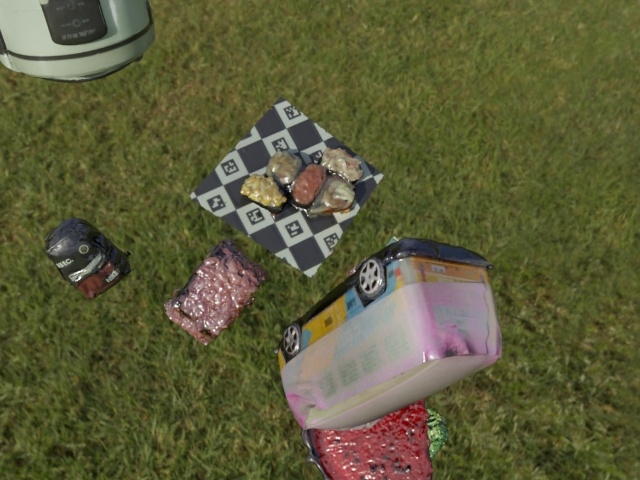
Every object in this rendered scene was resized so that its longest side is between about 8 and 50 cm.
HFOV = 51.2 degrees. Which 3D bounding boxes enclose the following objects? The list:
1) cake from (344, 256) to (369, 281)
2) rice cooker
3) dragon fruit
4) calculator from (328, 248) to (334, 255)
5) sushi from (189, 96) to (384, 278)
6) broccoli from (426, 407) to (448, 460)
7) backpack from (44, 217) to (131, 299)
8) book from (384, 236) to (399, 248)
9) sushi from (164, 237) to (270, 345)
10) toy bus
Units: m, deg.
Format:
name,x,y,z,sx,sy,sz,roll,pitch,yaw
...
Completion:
name,x,y,z,sx,sy,sz,roll,pitch,yaw
cake,0.153,0.204,1.889,0.295,0.113,0.116,58,30,9
rice cooker,-0.358,-0.343,0.943,0.226,0.244,0.226,-2,39,1
dragon fruit,0.098,0.382,1.414,0.283,0.100,0.343,-6,75,7
calculator,0.000,0.000,1.948,0.032,0.175,0.100,-45,90,3
sushi,-0.055,-0.120,1.331,0.292,0.059,0.294,35,73,2
broccoli,0.203,0.512,1.785,0.269,0.268,0.254,3,28,4
backpack,-0.464,0.038,1.323,0.120,0.165,0.105,-40,42,3
book,0.166,0.211,1.633,0.264,0.031,0.379,38,98,32
sushi,-0.274,0.133,1.738,0.171,0.236,0.270,42,93,-8
toy bus,0.076,0.161,0.959,0.171,0.386,0.162,12,56,-28
